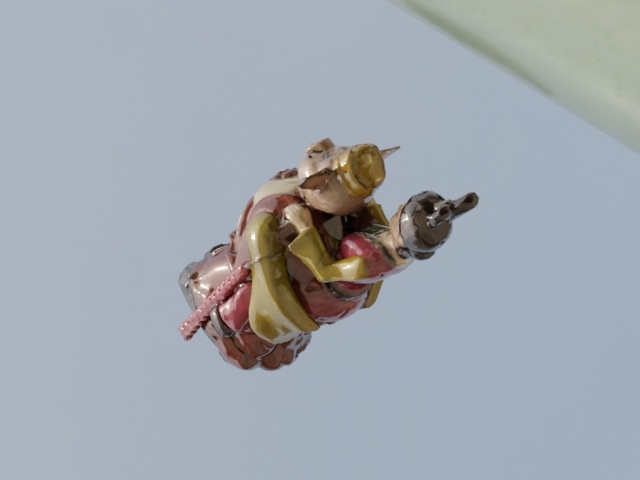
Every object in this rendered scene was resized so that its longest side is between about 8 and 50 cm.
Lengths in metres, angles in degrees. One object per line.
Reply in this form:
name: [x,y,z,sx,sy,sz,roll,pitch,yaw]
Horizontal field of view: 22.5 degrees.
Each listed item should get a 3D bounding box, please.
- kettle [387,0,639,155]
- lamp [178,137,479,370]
kettle: [0.208,-0.194,0.832,0.361,0.376,0.250,-41,-26,-40]
lamp: [0.000,0.000,1.081,0.118,0.253,0.118,15,-123,-24]
